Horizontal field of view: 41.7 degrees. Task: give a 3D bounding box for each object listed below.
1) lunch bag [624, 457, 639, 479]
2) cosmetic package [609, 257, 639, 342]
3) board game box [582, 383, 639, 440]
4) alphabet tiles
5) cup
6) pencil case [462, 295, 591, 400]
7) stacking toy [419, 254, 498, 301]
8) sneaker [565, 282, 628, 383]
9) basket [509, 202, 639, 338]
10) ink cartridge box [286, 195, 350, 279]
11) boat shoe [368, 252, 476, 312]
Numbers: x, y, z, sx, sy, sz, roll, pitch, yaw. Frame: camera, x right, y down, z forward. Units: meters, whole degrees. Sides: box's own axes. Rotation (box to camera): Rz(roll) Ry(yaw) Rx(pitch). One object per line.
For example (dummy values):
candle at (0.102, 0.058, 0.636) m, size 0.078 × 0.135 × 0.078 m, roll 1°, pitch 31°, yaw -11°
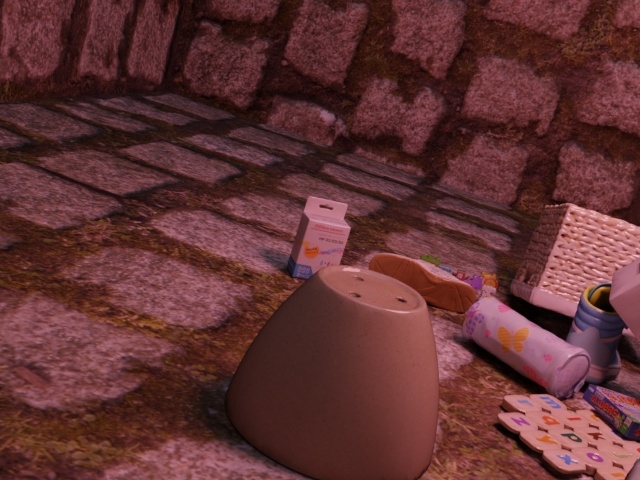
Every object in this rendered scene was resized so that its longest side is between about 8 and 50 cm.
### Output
lunch bag at (0.465, 0.417, 1.034) m, size 0.262 × 0.160 × 0.223 m, roll 36°, pitch 19°, yaw 22°
cosmetic package at (0.773, 0.189, 1.662) m, size 0.385 × 0.217 × 0.156 m, roll 51°, pitch 31°, yaw -2°
board game box at (0.620, 0.344, 1.610) m, size 0.201 × 0.035 × 0.136 m, roll 18°, pitch 14°, yaw -26°
alphabet tiles at (0.456, 0.354, 1.481) m, size 0.278 × 0.021 × 0.284 m, roll 5°, pitch 19°, yaw -35°
cup at (0.045, 0.177, 1.268) m, size 0.331 × 0.237 × 0.331 m, roll 16°, pitch 16°, yaw -5°
pencil case at (0.423, 0.219, 1.742) m, size 0.273 × 0.113 × 0.124 m, roll 33°, pitch 3°, yaw 43°
stacking toy at (0.357, 0.101, 2.201) m, size 0.221 × 0.052 × 0.167 m, roll 17°, pitch 14°, yaw 8°
sneaker at (0.623, 0.190, 1.848) m, size 0.127 × 0.208 × 0.319 m, roll 21°, pitch 9°, yaw 21°
basket at (0.687, 0.075, 2.119) m, size 0.331 × 0.266 × 0.328 m, roll 18°, pitch 3°, yaw 3°
ink cartridge box at (0.000, 0.000, 1.922) m, size 0.104 × 0.181 × 0.061 m, roll 11°, pitch 17°, yaw -19°
boat shoe at (0.234, 0.095, 2.012) m, size 0.277 × 0.098 × 0.096 m, roll 22°, pitch 13°, yaw -15°
